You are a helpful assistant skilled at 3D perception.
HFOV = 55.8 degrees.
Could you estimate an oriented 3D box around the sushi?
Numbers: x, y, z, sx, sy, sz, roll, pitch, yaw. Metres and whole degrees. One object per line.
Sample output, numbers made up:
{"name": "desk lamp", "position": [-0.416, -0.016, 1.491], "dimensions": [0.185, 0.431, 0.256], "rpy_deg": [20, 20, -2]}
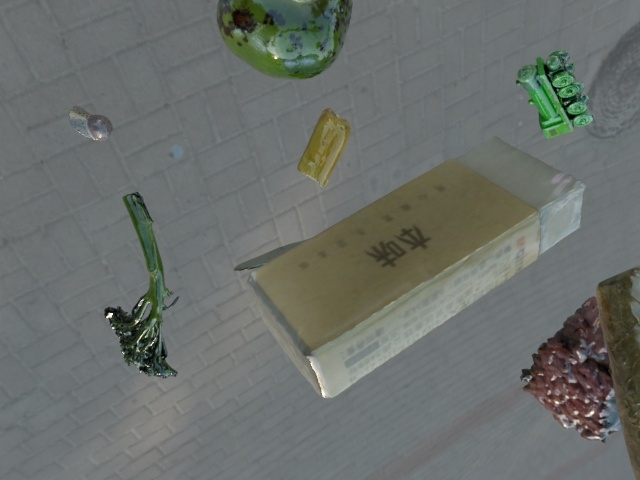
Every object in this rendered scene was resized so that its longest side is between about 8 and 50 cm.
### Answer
{"name": "sushi", "position": [0.495, 0.206, 1.033], "dimensions": [0.237, 0.171, 0.270], "rpy_deg": [-21, 140, -29]}

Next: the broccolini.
{"name": "broccolini", "position": [-0.244, 0.055, 0.794], "dimensions": [0.062, 0.123, 0.271], "rpy_deg": [-42, 141, -55]}

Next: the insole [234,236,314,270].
{"name": "insole", "position": [0.000, 0.000, 1.161], "dimensions": [0.349, 0.119, 0.009], "rpy_deg": [-18, 101, -12]}

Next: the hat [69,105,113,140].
{"name": "hat", "position": [-0.437, -0.228, 1.163], "dimensions": [0.042, 0.058, 0.087], "rpy_deg": [-25, 125, 30]}

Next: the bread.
{"name": "bread", "position": [0.013, -0.222, 1.442], "dimensions": [0.085, 0.134, 0.173], "rpy_deg": [25, 106, -2]}

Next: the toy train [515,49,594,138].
{"name": "toy train", "position": [0.519, -0.320, 1.338], "dimensions": [0.119, 0.085, 0.251], "rpy_deg": [-16, 149, 32]}

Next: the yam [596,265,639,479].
{"name": "yam", "position": [0.271, 0.168, 0.466], "dimensions": [0.066, 0.299, 0.066], "rpy_deg": [-10, 172, -1]}

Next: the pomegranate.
{"name": "pomegranate", "position": [-0.062, -0.422, 1.102], "dimensions": [0.254, 0.254, 0.270], "rpy_deg": [-31, 178, -14]}

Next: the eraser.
{"name": "eraser", "position": [0.104, 0.013, 0.639], "dimensions": [0.343, 0.144, 0.078], "rpy_deg": [-31, 133, -15]}
